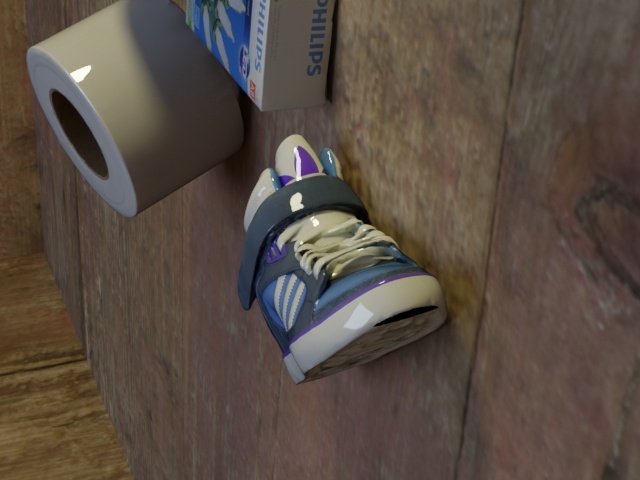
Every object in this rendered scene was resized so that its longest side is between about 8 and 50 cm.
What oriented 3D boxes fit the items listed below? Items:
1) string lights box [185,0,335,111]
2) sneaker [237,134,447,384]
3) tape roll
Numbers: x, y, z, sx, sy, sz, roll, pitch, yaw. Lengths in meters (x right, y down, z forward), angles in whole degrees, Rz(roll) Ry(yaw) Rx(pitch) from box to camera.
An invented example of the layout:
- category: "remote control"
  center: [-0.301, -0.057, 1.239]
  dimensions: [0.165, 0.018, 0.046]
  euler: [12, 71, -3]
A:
- category: "string lights box"
  center: [-0.069, -0.252, 1.281]
  dimensions: [0.259, 0.077, 0.133]
  euler: [-128, 37, -52]
- category: "sneaker"
  center: [0.000, 0.000, 1.129]
  dimensions: [0.323, 0.130, 0.236]
  euler: [131, 123, -71]
- category: "tape roll"
  center: [-0.235, -0.173, 1.512]
  dimensions: [0.246, 0.169, 0.246]
  euler: [45, 156, 26]
